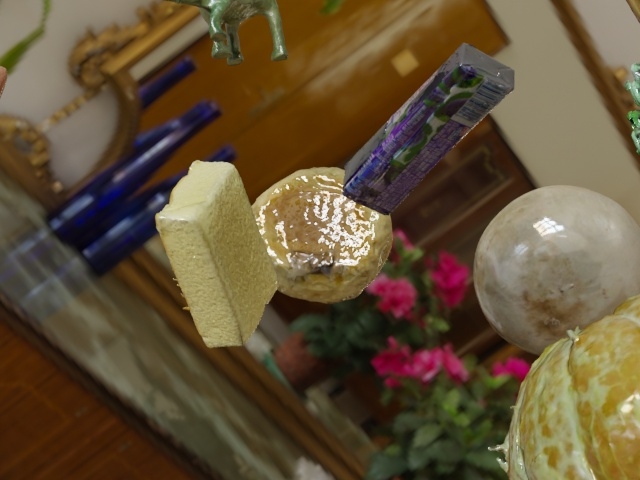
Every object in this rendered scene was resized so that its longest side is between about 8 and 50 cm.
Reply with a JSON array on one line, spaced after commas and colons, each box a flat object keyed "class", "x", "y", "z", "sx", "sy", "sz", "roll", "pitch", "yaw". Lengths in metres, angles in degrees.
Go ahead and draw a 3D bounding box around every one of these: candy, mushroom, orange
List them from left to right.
[{"class": "candy", "x": 0.141, "y": -0.149, "z": 1.759, "sx": 0.088, "sy": 0.312, "sz": 0.061, "roll": 24, "pitch": 47, "yaw": -21}, {"class": "mushroom", "x": 0.307, "y": 0.040, "z": 1.624, "sx": 0.226, "sy": 0.226, "sz": 0.178, "roll": 52, "pitch": 10, "yaw": -7}, {"class": "orange", "x": 0.321, "y": 0.168, "z": 1.135, "sx": 0.249, "sy": 0.329, "sz": 0.329, "roll": 58, "pitch": 5, "yaw": 13}]

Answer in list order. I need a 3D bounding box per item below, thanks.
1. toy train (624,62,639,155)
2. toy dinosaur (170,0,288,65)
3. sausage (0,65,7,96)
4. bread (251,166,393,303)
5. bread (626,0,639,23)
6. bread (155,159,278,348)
[{"class": "toy train", "x": 0.410, "y": -0.139, "z": 1.440, "sx": 0.119, "sy": 0.085, "sz": 0.251, "roll": 42, "pitch": 33, "yaw": -16}, {"class": "toy dinosaur", "x": -0.135, "y": -0.420, "z": 1.937, "sx": 0.447, "sy": 0.087, "sz": 0.301, "roll": 14, "pitch": 66, "yaw": -57}, {"class": "sausage", "x": -0.400, "y": -0.172, "z": 1.529, "sx": 0.034, "sy": 0.083, "sz": 0.034, "roll": 15, "pitch": -16, "yaw": 5}, {"class": "bread", "x": 0.000, "y": 0.000, "z": 2.110, "sx": 0.244, "sy": 0.244, "sz": 0.134, "roll": 54, "pitch": -11, "yaw": 18}, {"class": "bread", "x": 0.436, "y": -0.242, "z": 1.259, "sx": 0.370, "sy": 0.191, "sz": 0.314, "roll": 58, "pitch": 41, "yaw": -13}, {"class": "bread", "x": -0.118, "y": 0.014, "z": 1.478, "sx": 0.125, "sy": 0.068, "sz": 0.188, "roll": -62, "pitch": 140, "yaw": -48}]
